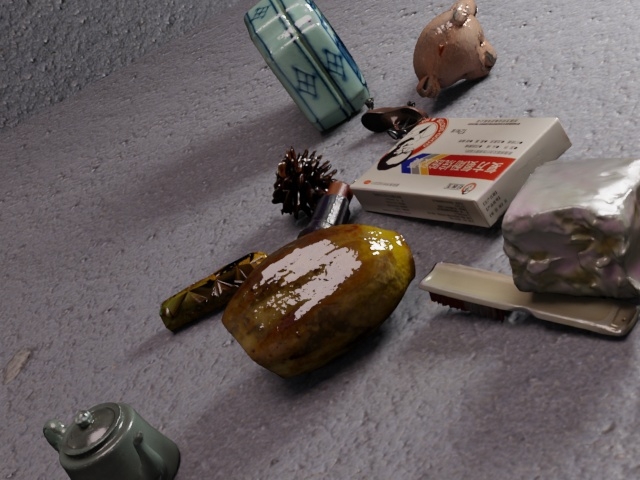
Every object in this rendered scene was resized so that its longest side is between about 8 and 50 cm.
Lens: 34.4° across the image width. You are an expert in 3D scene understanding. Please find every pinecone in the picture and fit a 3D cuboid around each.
[{"bbox_3d":[-0.029,-0.104,1.934,0.120,0.140,0.140,11,38,6],"label":"pinecone"}]

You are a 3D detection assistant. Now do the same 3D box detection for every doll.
[{"bbox_3d":[0.289,-0.395,2.120,0.201,0.156,0.303,-65,-7,24],"label":"doll"}]

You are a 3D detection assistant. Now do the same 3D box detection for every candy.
[{"bbox_3d":[0.352,-0.018,1.356,0.184,0.137,0.195,2,31,31],"label":"candy"}]

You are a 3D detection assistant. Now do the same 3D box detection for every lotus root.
[{"bbox_3d":[0.007,0.085,1.550,0.291,0.193,0.193,-34,27,-1],"label":"lotus root"}]

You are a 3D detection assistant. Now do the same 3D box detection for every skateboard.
[{"bbox_3d":[0.143,-0.236,2.054,0.151,0.067,0.080,5,53,43],"label":"skateboard"}]

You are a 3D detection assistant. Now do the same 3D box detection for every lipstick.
[{"bbox_3d":[0.000,0.000,1.776,0.081,0.081,0.300,-15,32,27],"label":"lipstick"}]

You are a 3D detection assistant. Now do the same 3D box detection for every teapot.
[{"bbox_3d":[-0.320,0.305,1.517,0.239,0.149,0.162,-2,40,42],"label":"teapot"}]

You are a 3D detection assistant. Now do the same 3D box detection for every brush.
[{"bbox_3d":[0.276,0.087,1.404,0.321,0.050,0.060,12,46,43],"label":"brush"}]

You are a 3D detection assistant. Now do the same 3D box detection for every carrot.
[{"bbox_3d":[-0.185,0.090,1.831,0.228,0.069,0.069,-27,28,10],"label":"carrot"}]

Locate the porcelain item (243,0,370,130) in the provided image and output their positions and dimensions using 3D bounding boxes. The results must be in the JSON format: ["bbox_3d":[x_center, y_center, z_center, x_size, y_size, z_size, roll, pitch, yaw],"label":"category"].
[{"bbox_3d":[-0.025,-0.400,2.245,0.157,0.286,0.281,-34,25,6],"label":"porcelain item"}]

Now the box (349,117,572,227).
[{"bbox_3d":[0.226,-0.124,1.749,0.214,0.069,0.353,-43,24,-20],"label":"box"}]
